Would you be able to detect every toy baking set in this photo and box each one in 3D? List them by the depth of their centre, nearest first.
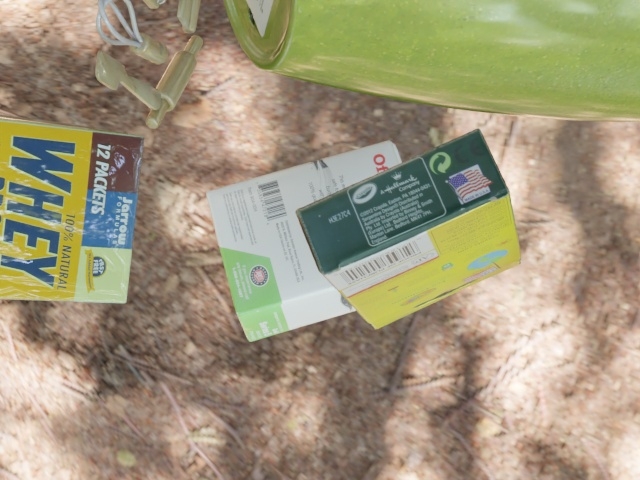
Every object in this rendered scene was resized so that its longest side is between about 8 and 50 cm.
[{"bbox_3d":[-0.197,-0.232,1.343,0.197,0.030,0.256,70,30,-47],"label":"toy baking set"}]

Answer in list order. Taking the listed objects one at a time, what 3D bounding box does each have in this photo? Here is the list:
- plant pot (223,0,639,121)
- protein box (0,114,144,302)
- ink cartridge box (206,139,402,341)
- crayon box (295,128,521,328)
[{"bbox_3d":[0.097,-0.181,0.672,0.293,0.275,0.275,-12,104,-20],"label":"plant pot"},{"bbox_3d":[-0.279,-0.035,0.953,0.201,0.200,0.136,4,96,-32],"label":"protein box"},{"bbox_3d":[0.000,0.000,1.637,0.272,0.115,0.198,-15,65,-2],"label":"ink cartridge box"},{"bbox_3d":[0.108,0.001,1.287,0.202,0.318,0.081,-24,72,4],"label":"crayon box"}]
